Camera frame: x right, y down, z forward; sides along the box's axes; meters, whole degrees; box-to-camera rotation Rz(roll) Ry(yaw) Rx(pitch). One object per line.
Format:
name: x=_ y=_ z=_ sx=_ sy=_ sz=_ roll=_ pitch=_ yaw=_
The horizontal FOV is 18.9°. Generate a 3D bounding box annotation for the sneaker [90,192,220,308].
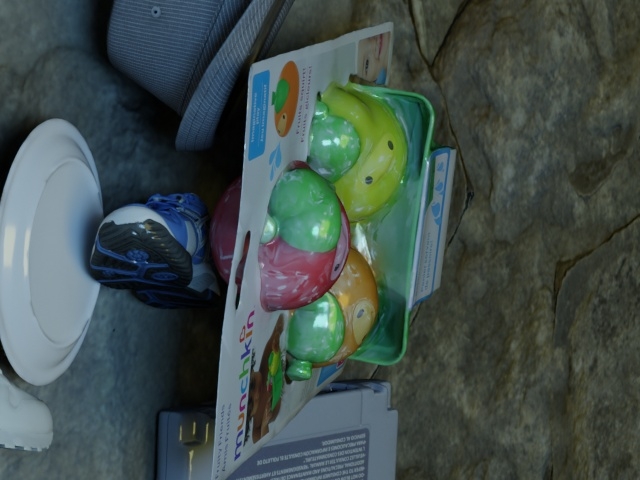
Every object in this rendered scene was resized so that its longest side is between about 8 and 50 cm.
sneaker: x=-0.129 y=-0.001 z=1.504 sx=0.211 sy=0.080 sz=0.081 roll=60 pitch=30 yaw=-76

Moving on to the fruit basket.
fruit basket: x=0.000 y=0.000 z=1.543 sx=0.353 sy=0.165 sz=0.327 roll=-42 pitch=140 yaw=-73

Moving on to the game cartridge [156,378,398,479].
game cartridge: x=-0.038 y=0.231 z=1.693 sx=0.294 sy=0.060 sz=0.196 roll=-3 pitch=93 yaw=-51

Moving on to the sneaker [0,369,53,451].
sneaker: x=-0.272 y=0.098 z=1.357 sx=0.235 sy=0.090 sz=0.095 roll=21 pitch=68 yaw=-53

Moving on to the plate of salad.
plate of salad: x=-0.209 y=0.008 z=1.436 sx=0.200 sy=0.048 sz=0.200 roll=3 pitch=90 yaw=-74

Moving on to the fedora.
fedora: x=-0.078 y=-0.208 z=1.471 sx=0.275 sy=0.124 sz=0.244 roll=-61 pitch=-179 yaw=20
